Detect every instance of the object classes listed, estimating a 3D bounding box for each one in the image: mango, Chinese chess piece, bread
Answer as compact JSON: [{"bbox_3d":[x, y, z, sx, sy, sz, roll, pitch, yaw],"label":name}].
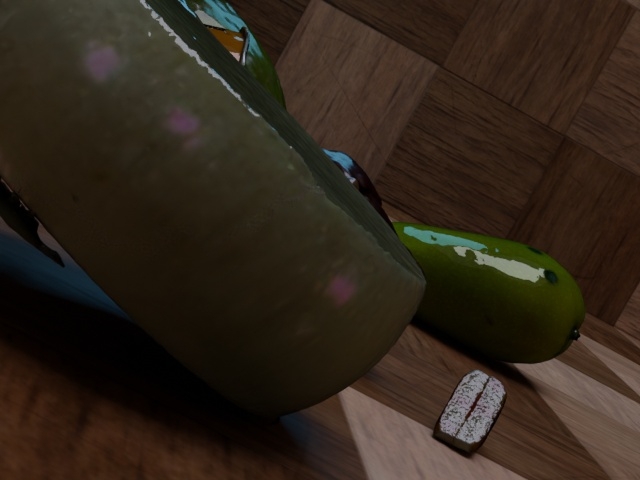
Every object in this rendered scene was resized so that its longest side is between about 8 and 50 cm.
[{"bbox_3d":[0.176,0.055,1.879,0.293,0.143,0.175,20,3,6],"label":"mango"},{"bbox_3d":[-0.089,-0.044,0.995,0.349,0.146,0.349,47,5,-5],"label":"Chinese chess piece"},{"bbox_3d":[0.126,0.138,1.284,0.043,0.062,0.109,29,3,9],"label":"bread"}]

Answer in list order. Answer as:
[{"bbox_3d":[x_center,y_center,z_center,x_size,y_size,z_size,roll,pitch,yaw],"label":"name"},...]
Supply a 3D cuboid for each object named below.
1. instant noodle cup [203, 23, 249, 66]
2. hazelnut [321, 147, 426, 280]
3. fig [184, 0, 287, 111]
[{"bbox_3d":[-0.182,-0.138,1.553,0.172,0.215,0.216,19,8,-11],"label":"instant noodle cup"},{"bbox_3d":[0.001,0.002,1.367,0.202,0.160,0.170,24,4,9],"label":"hazelnut"},{"bbox_3d":[-0.138,-0.164,1.839,0.233,0.233,0.314,24,12,-41],"label":"fig"}]
